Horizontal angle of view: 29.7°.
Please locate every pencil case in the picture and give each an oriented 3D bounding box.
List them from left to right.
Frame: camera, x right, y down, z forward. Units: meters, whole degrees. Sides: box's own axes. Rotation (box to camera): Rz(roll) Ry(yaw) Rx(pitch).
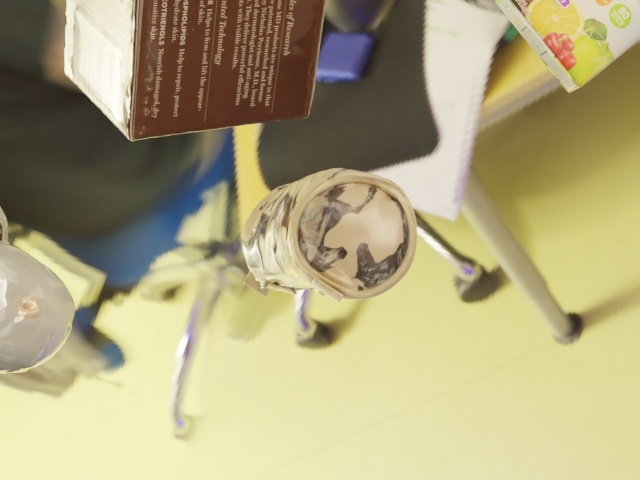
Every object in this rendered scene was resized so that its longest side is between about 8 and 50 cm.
[{"bbox_3d":[0.000,0.000,1.645,0.410,0.160,0.183,177,116,-77],"label":"pencil case"}]

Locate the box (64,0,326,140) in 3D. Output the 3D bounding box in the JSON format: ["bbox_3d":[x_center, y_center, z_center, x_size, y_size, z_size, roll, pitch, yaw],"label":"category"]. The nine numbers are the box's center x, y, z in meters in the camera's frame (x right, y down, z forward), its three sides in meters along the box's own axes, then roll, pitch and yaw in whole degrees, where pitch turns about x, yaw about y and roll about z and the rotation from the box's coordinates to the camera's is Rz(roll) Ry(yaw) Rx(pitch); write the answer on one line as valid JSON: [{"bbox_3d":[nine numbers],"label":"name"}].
[{"bbox_3d":[-0.126,-0.215,1.181,0.168,0.203,0.167,42,133,44],"label":"box"}]

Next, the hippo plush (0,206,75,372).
[{"bbox_3d":[-0.328,0.070,0.967,0.294,0.234,0.236,42,76,10],"label":"hippo plush"}]

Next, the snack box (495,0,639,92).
[{"bbox_3d":[0.228,-0.203,0.981,0.141,0.100,0.037,-39,2,-4],"label":"snack box"}]
